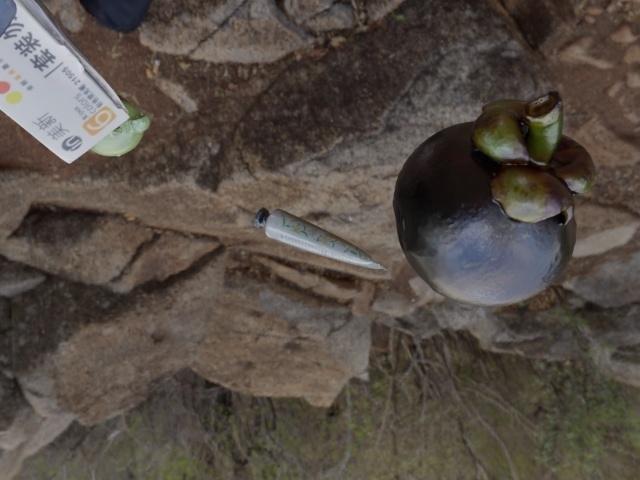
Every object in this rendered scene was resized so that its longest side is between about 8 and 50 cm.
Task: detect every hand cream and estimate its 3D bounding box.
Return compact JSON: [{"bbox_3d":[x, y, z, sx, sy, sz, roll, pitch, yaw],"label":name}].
[{"bbox_3d":[0.000,0.000,0.917,0.194,0.042,0.067,21,173,18],"label":"hand cream"}]

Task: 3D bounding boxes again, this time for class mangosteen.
[{"bbox_3d":[0.172,-0.045,0.647,0.194,0.194,0.230,5,136,-32],"label":"mangosteen"}]

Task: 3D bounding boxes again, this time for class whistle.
[{"bbox_3d":[-0.402,-0.226,1.280,0.131,0.288,0.106,-21,114,-15],"label":"whistle"}]

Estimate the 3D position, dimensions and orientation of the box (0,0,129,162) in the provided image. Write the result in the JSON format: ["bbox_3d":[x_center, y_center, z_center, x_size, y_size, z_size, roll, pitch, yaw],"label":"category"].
[{"bbox_3d":[-0.325,-0.226,0.644,0.091,0.274,0.221,-41,153,-3],"label":"box"}]

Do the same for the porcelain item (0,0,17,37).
[{"bbox_3d":[-0.222,-0.007,0.269,0.141,0.141,0.259,26,90,-47],"label":"porcelain item"}]
